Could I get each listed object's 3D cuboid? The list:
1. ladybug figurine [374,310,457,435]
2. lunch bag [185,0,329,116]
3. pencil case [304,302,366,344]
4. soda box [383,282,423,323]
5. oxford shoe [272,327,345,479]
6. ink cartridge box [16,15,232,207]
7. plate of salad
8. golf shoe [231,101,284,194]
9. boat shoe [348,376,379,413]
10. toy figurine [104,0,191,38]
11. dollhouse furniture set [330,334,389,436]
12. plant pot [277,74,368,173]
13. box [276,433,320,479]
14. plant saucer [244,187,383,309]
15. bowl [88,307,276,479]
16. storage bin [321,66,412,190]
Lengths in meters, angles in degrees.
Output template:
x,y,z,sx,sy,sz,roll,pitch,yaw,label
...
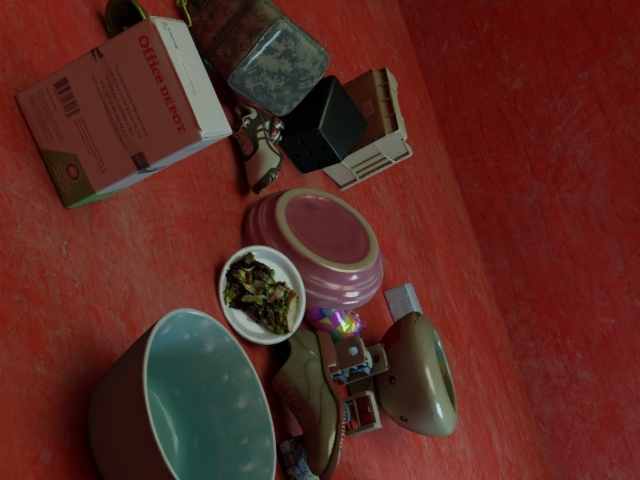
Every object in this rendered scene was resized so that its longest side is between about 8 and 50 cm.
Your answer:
x,y,z,sx,sy,sz,roll,pitch,yaw,label
0.232,0.337,2.203,0.449,0.162,0.305,-19,91,-80,ladybug figurine
-0.158,-0.464,2.081,0.256,0.212,0.305,50,14,25,lunch bag
0.004,0.142,2.005,0.236,0.104,0.104,50,27,-35,pencil case
0.258,0.234,2.546,0.069,0.074,0.216,1,68,-67,soda box
-0.036,0.313,1.729,0.130,0.123,0.348,14,35,-20,oxford shoe
-0.303,-0.196,1.376,0.198,0.273,0.115,67,21,-2,ink cartridge box
-0.108,0.104,1.743,0.200,0.048,0.200,10,72,-32,plate of salad
-0.154,-0.209,2.016,0.120,0.105,0.273,35,28,-28,golf shoe
0.101,0.362,2.080,0.059,0.063,0.170,77,4,-55,boat shoe
-0.360,-0.552,1.736,0.362,0.191,0.217,64,17,-11,toy figurine
0.080,0.322,1.960,0.129,0.129,0.183,29,43,-58,dollhouse furniture set
-0.011,-0.287,2.308,0.188,0.187,0.167,52,37,-35,plant pot
-0.036,0.446,1.699,0.094,0.027,0.137,5,63,-65,box
0.000,0.000,1.937,0.332,0.084,0.332,20,39,-17,plant saucer
-0.214,0.268,1.273,0.311,0.163,0.311,50,27,-38,bowl
0.119,-0.324,2.530,0.123,0.260,0.262,37,36,-46,storage bin
